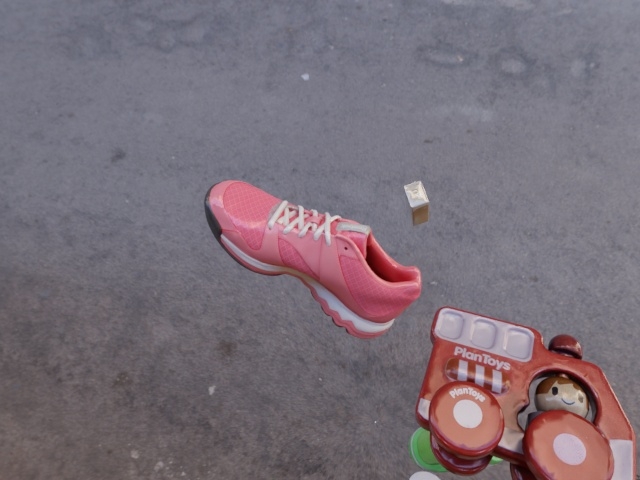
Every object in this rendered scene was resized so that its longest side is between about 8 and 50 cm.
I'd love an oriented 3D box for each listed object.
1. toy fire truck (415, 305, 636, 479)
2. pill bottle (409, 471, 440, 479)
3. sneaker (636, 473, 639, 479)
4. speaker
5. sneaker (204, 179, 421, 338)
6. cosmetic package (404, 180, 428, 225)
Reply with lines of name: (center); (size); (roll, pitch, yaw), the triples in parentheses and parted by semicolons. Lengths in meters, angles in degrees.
toy fire truck: (0.305, 0.241, 0.641); (0.303, 0.169, 0.253); (11, 56, 24)
pill bottle: (0.318, 0.867, 1.295); (0.153, 0.271, 0.152); (2, 22, -1)
sneaker: (0.848, 0.746, 1.264); (0.287, 0.109, 0.129); (7, 89, -10)
speaker: (0.365, 0.555, 1.128); (0.131, 0.296, 0.131); (13, 55, -19)
sneaker: (0.000, 0.000, 0.551); (0.314, 0.136, 0.115); (34, 43, -10)
cosmetic package: (0.227, -0.085, 0.973); (0.041, 0.115, 0.060); (-18, 68, 8)
